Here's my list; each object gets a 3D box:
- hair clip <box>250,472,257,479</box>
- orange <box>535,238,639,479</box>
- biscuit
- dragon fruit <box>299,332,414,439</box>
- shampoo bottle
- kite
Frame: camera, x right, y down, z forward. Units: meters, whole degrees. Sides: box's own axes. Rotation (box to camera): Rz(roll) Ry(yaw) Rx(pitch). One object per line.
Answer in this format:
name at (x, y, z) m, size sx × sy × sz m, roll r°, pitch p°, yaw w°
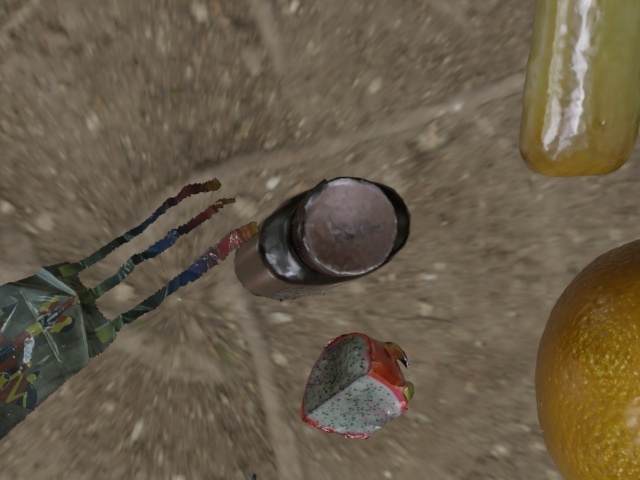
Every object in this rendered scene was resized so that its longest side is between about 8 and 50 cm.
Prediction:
hair clip at (-0.126, 0.370, 1.893) m, size 0.070 × 0.039 × 0.229 m, roll 42°, pitch 74°, yaw 6°
orange at (0.311, 0.122, 1.391) m, size 0.274 × 0.274 × 0.274 m, roll 0°, pitch 88°, yaw -5°
biscuit at (0.245, -0.186, 1.150) m, size 0.237 × 0.062 × 0.290 m, roll -2°, pitch 106°, yaw -34°
dragon fruit at (0.029, 0.102, 1.209) m, size 0.056 × 0.060 × 0.083 m, roll 27°, pitch 129°, yaw -25°
shampoo bottle at (0.000, 0.000, 1.365) m, size 0.129 × 0.323 × 0.084 m, roll -14°, pitch 87°, yaw -7°
kite at (-0.154, 0.042, 1.071) m, size 0.245 × 0.141 × 0.015 m, roll -33°, pitch 132°, yaw -5°
